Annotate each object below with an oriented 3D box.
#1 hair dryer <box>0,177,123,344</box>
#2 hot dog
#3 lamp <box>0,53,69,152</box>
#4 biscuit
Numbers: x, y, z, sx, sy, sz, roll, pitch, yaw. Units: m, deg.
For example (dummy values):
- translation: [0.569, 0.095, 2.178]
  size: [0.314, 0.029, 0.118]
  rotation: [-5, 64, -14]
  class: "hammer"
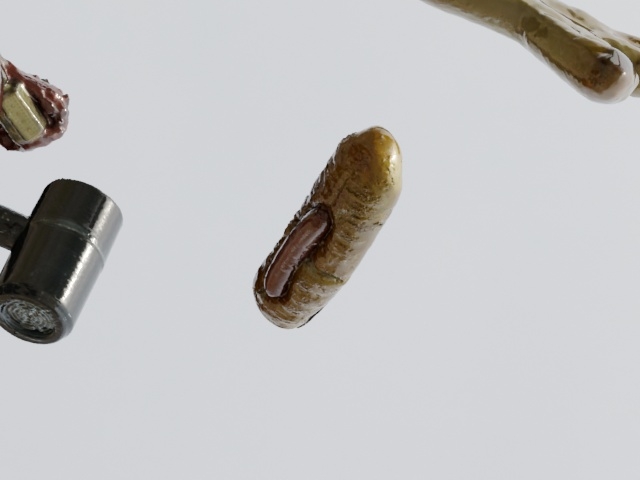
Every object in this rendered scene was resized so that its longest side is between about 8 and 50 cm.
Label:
- translation: [-0.277, -0.012, 1.370]
  size: [0.071, 0.219, 0.124]
  rotation: [117, -3, -52]
  class: "hair dryer"
- translation: [0.000, 0.000, 1.181]
  size: [0.066, 0.047, 0.216]
  rotation: [65, -32, 20]
  class: "hot dog"
- translation: [-0.356, -0.134, 1.646]
  size: [0.223, 0.215, 0.151]
  rotation: [-40, -147, -19]
  class: "lamp"
- translation: [0.163, -0.165, 1.298]
  size: [0.208, 0.164, 0.047]
  rotation: [34, -69, 22]
  class: "biscuit"
